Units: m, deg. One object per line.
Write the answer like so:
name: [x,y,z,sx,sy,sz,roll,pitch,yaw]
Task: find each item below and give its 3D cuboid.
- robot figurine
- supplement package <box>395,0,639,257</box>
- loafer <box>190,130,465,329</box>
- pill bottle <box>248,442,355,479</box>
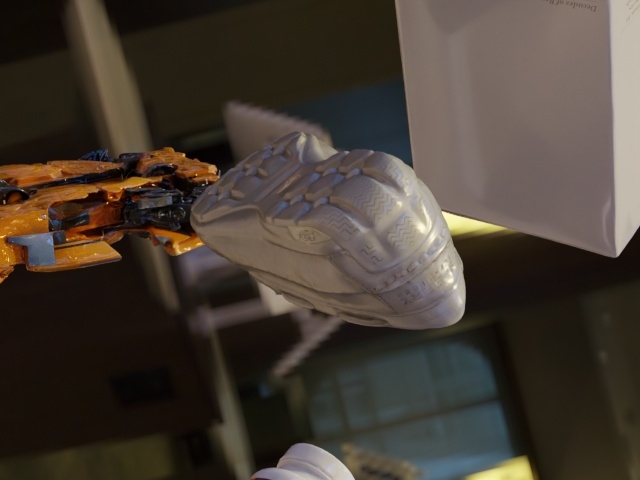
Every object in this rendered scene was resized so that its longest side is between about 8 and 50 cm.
robot figurine: [-0.224,-0.028,1.848,0.211,0.291,0.085,26,-60,53]
supplement package: [0.171,-0.166,1.426,0.177,0.175,0.293,-49,144,-39]
loafer: [0.000,0.000,1.256,0.111,0.112,0.319,54,-9,-16]
pill bottle: [-0.039,0.230,1.484,0.152,0.086,0.086,-51,143,-33]
